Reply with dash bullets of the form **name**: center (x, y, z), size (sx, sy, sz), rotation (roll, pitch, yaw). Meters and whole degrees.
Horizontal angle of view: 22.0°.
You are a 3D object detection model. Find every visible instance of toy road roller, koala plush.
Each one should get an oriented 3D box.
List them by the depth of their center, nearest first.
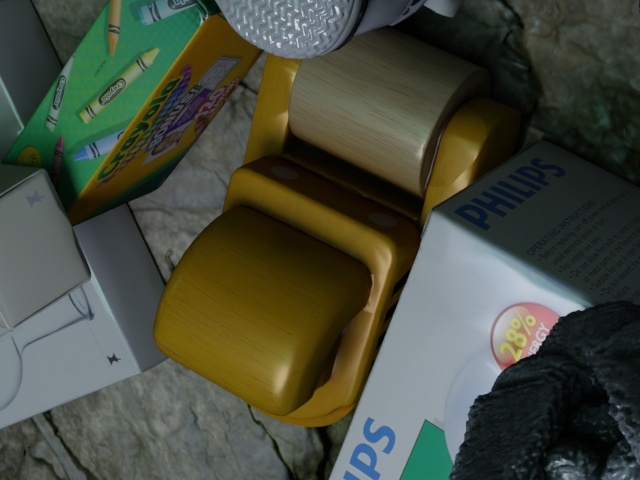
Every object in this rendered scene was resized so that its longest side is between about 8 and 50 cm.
- **koala plush**: center (0.211, 0.172, 1.057), size (0.196, 0.203, 0.221), rotation (-19, 116, 21)
- **toy road roller**: center (0.000, 0.000, 1.336), size (0.203, 0.241, 0.329), rotation (26, 118, 22)

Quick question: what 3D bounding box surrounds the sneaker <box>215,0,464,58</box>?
- **sneaker**: center (-0.044, -0.282, 1.301), size (0.366, 0.210, 0.137), rotation (49, 125, 24)

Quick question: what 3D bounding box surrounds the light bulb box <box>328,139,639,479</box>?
- **light bulb box**: center (0.221, 0.172, 1.268), size (0.361, 0.225, 0.357), rotation (29, 119, 19)

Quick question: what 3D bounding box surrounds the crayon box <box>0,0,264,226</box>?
- **crayon box**: center (-0.145, -0.139, 1.424), size (0.081, 0.165, 0.278), rotation (47, 124, 9)

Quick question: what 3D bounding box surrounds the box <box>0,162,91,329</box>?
- **box**: center (-0.326, -0.005, 1.452), size (0.275, 0.094, 0.113), rotation (7, 125, 50)

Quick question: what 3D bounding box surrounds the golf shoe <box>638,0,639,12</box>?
- **golf shoe**: center (0.317, -0.142, 1.204), size (0.198, 0.094, 0.077), rotation (44, 168, 35)

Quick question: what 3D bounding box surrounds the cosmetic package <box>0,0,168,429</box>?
- **cosmetic package**: center (-0.327, -0.012, 1.625), size (0.284, 0.097, 0.377), rotation (-24, 93, 33)
